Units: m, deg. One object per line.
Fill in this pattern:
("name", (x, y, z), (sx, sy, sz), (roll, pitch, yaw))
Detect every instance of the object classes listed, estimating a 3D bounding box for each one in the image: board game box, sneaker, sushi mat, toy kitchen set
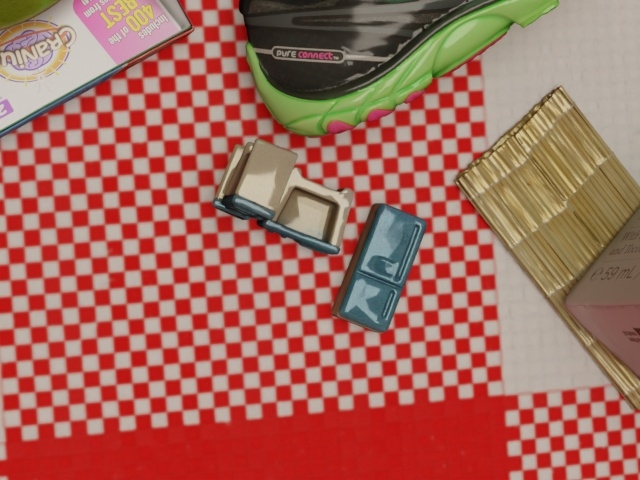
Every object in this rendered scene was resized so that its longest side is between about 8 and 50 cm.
("board game box", (-0.301, -0.277, 1.521), (0.242, 0.064, 0.316), (-30, 96, -10))
("sneaker", (0.133, -0.289, 1.550), (0.483, 0.185, 0.202), (-35, 101, -10))
("sushi mat", (0.286, 0.010, 1.667), (0.151, 0.019, 0.316), (-40, 98, -10))
("toy kitchen set", (0.000, 0.000, 1.533), (0.207, 0.166, 0.122), (21, 86, -11))

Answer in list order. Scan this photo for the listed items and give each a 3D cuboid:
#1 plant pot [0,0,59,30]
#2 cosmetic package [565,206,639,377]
("plant pot", (-0.325, -0.370, 1.360), (0.275, 0.275, 0.293), (-45, 71, -8))
("cosmetic package", (0.517, 0.019, 1.544), (0.327, 0.329, 0.393), (43, 77, -8))
